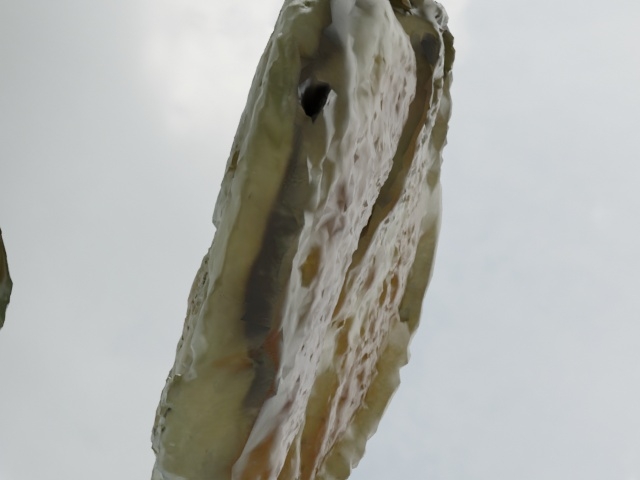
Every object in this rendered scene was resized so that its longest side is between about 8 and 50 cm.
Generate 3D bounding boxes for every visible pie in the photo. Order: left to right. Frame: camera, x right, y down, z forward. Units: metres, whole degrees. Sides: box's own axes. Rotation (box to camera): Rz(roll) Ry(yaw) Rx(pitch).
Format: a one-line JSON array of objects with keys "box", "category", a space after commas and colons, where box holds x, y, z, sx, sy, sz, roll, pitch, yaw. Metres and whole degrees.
[{"box": [0.001, 0.000, 0.653, 0.077, 0.339, 0.339, 13, -82, 14], "category": "pie"}]

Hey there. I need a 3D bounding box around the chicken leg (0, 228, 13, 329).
[{"box": [-0.226, -0.058, 0.322, 0.429, 0.152, 0.201, 46, -132, -42], "category": "chicken leg"}]
